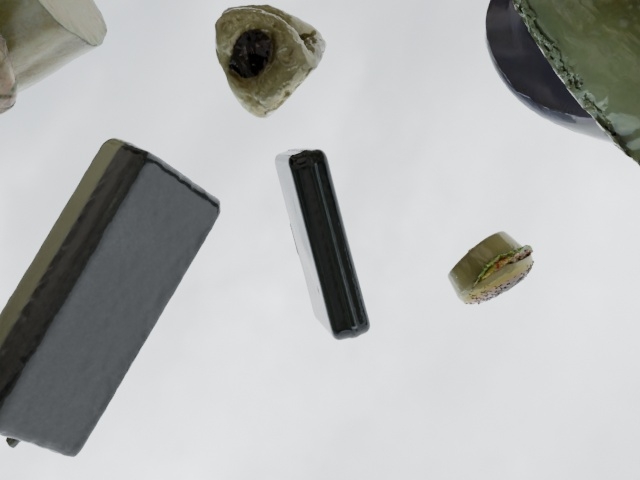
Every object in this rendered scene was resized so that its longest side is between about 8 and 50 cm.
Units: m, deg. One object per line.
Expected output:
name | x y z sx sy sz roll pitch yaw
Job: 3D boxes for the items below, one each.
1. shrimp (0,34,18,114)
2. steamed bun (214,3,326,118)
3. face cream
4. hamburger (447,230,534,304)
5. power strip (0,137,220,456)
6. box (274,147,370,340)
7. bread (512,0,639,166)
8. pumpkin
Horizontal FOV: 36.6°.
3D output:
shrimp | -0.385 -0.195 1.064 0.180 0.099 0.041 117 -23 -58
steamed bun | -0.091 -0.289 1.459 0.141 0.155 0.172 -42 -165 28
face cream | 0.243 -0.101 0.759 0.137 0.420 0.235 -47 -118 6
hamburger | 0.259 0.044 1.450 0.081 0.126 0.141 52 -52 16
power strip | -0.188 0.050 0.782 0.070 0.105 0.257 21 -102 42
box | 0.000 0.000 1.186 0.050 0.230 0.160 -16 -172 -8
bread | 0.173 -0.127 0.432 0.040 0.267 0.267 -38 -146 50
pumpkin | -0.438 -0.316 1.184 0.199 0.332 0.332 -37 -144 5
